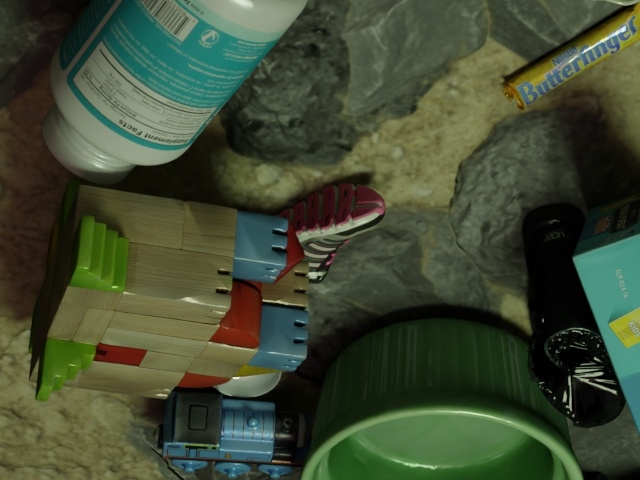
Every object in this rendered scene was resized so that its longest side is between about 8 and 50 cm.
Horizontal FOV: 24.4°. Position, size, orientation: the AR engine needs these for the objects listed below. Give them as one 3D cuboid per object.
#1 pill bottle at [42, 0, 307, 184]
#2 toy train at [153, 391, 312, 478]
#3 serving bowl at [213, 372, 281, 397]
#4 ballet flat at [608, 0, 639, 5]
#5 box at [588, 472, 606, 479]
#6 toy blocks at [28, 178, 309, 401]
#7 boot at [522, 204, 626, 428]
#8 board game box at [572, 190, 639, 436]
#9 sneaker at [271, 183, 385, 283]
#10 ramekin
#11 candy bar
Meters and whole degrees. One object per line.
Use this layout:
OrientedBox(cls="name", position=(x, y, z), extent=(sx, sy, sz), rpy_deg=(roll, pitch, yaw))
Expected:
OrientedBox(cls="pill bottle", position=(-0.137, -0.166, 1.277), extent=(0.146, 0.146, 0.264), rpy_deg=(28, 126, -24))
OrientedBox(cls="toy train", position=(-0.094, 0.217, 1.651), extent=(0.184, 0.080, 0.105), rpy_deg=(5, 155, -5))
OrientedBox(cls="serving bowl", position=(-0.085, 0.136, 1.628), extent=(0.083, 0.027, 0.083), rpy_deg=(-1, 132, -1))
OrientedBox(cls="ballet flat", position=(0.316, -0.237, 1.253), extent=(0.400, 0.139, 0.139), rpy_deg=(17, 129, -11))
OrientedBox(cls="box", position=(0.202, 0.422, 1.727), extent=(0.295, 0.293, 0.073), rpy_deg=(-37, 90, 29))
OrientedBox(cls="toy blocks", position=(-0.130, 0.065, 1.427), extent=(0.260, 0.191, 0.381), rpy_deg=(9, 156, -14))
OrientedBox(cls="boot", position=(0.260, 0.114, 1.496), extent=(0.094, 0.207, 0.246), rpy_deg=(-11, 131, 11))
OrientedBox(cls="board game box", position=(0.339, 0.134, 1.388), extent=(0.079, 0.254, 0.336), rpy_deg=(-20, 96, 16))
OrientedBox(cls="sneaker", position=(0.000, 0.000, 1.486), extent=(0.170, 0.063, 0.075), rpy_deg=(-24, 128, 25))
OrientedBox(cls="ramekin", position=(0.131, 0.223, 1.617), extent=(0.303, 0.148, 0.303), rpy_deg=(2, 135, 2))
OrientedBox(cls="candy bar", position=(0.241, -0.170, 1.367), extent=(0.161, 0.018, 0.040), rpy_deg=(-30, 126, 22))
